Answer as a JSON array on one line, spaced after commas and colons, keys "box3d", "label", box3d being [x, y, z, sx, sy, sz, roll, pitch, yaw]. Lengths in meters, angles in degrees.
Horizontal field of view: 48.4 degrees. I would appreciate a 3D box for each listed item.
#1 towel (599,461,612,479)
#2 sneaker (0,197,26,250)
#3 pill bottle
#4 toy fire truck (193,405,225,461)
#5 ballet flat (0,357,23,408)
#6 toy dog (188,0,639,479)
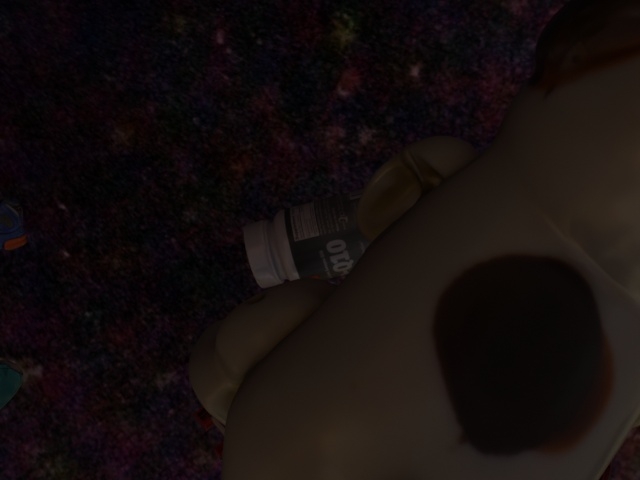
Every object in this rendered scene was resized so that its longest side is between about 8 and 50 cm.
[{"box3d": [0.331, 0.208, 0.989, 0.031, 0.275, 0.198, 8, 89, -7], "label": "towel"}, {"box3d": [-0.568, -0.056, 1.141, 0.083, 0.221, 0.087, -58, 164, -74], "label": "sneaker"}, {"box3d": [0.000, 0.000, 1.445, 0.283, 0.161, 0.161, -15, 132, 5], "label": "pill bottle"}, {"box3d": [-0.171, 0.420, 1.422, 0.047, 0.192, 0.135, -38, 153, -26], "label": "toy fire truck"}, {"box3d": [-0.734, 0.320, 1.246, 0.409, 0.147, 0.147, -38, 135, -27], "label": "ballet flat"}, {"box3d": [0.121, 0.027, 0.462, 0.408, 0.284, 0.395, -44, 167, 4], "label": "toy dog"}]
